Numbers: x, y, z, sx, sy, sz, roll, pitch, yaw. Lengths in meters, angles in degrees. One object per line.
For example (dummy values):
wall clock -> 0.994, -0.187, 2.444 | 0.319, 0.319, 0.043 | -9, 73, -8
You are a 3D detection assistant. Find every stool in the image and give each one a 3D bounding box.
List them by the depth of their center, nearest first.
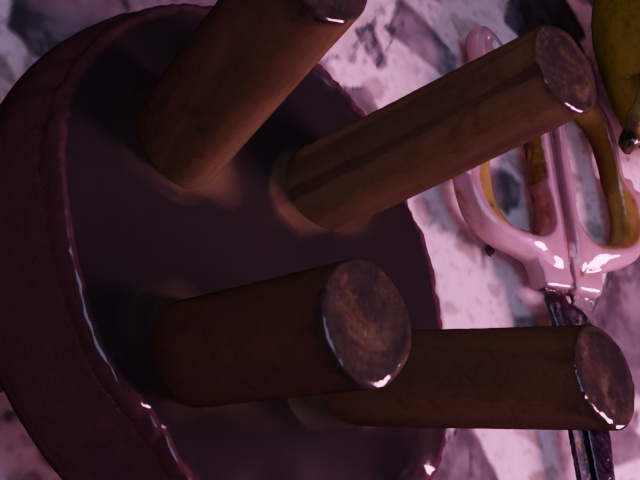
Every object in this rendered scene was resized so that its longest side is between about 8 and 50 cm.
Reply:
stool -> 0.000, 0.000, 0.717 | 0.272, 0.178, 0.272 | 23, 56, -39

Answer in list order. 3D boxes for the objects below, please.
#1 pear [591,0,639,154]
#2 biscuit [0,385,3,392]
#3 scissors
pear -> 0.233, -0.118, 0.986 | 0.216, 0.166, 0.180 | -30, 108, -31
biscuit -> -0.234, 0.037, 0.629 | 0.290, 0.041, 0.208 | -27, 89, -42
scissors -> 0.140, 0.030, 0.937 | 0.160, 0.024, 0.317 | 10, 66, -37
